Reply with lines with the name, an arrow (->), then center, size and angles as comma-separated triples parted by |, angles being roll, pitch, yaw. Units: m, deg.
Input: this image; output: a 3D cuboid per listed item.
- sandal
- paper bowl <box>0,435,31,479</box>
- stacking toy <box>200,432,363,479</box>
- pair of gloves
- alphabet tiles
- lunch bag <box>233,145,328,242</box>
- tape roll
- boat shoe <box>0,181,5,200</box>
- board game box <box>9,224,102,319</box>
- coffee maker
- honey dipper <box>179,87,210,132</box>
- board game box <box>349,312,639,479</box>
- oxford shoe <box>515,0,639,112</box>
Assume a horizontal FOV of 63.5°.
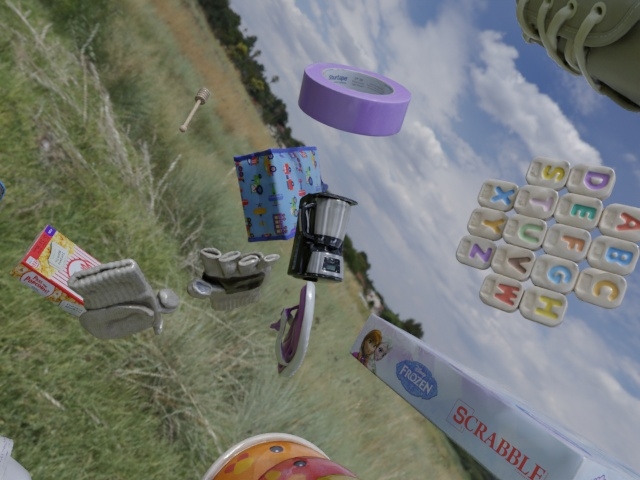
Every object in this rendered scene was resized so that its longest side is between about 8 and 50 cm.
sandal -> -0.094, 0.272, 1.463 | 0.416, 0.102, 0.169 | 107, -12, -46
paper bowl -> -0.571, 0.455, 0.817 | 0.148, 0.284, 0.284 | 28, 15, -25
stacking toy -> 0.019, 0.466, 0.791 | 0.351, 0.350, 0.480 | 58, -40, 2
pair of gloves -> -0.177, 0.072, 0.653 | 0.204, 0.240, 0.042 | 119, -43, -59
alphabet tiles -> 0.382, -0.005, 0.881 | 0.277, 0.284, 0.021 | 20, -6, 35
lunch bag -> -0.067, -0.133, 1.373 | 0.293, 0.138, 0.221 | -18, 102, -53
tape roll -> 0.085, -0.359, 1.302 | 0.275, 0.274, 0.090 | -121, -141, -48
boat shoe -> -0.695, -0.035, 0.917 | 0.109, 0.258, 0.089 | 44, -12, -16
board game box -> -0.510, 0.075, 1.058 | 0.193, 0.045, 0.147 | 45, 16, -28
coffee maker -> 0.000, 0.000, 1.105 | 0.171, 0.120, 0.178 | 134, -34, -81
honey dipper -> -0.322, -0.331, 1.321 | 0.030, 0.030, 0.161 | 56, 36, -41
board game box -> 0.237, 0.229, 0.625 | 0.318, 0.066, 0.318 | 32, -2, -31
oxford shoe -> 0.240, -0.187, 0.425 | 0.169, 0.130, 0.450 | 37, 34, -50
